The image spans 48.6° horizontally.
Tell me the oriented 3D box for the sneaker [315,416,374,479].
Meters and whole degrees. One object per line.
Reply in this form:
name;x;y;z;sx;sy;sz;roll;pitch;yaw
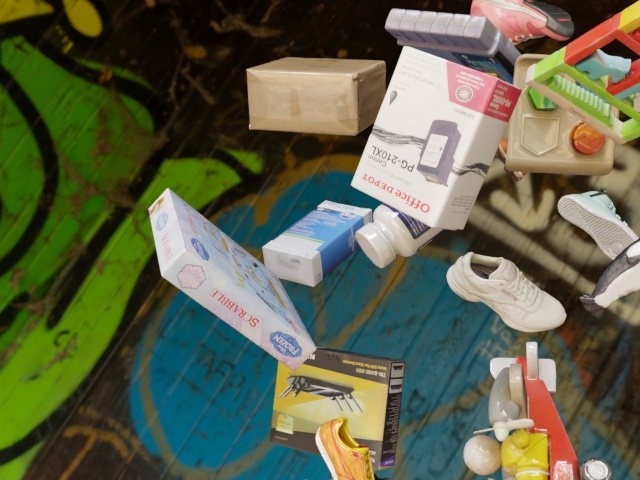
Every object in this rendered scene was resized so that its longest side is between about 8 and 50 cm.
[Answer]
sneaker;0.055;0.357;1.092;0.175;0.067;0.064;60;17;13

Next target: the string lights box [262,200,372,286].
string lights box;0.000;0.000;1.626;0.133;0.260;0.076;13;-57;32

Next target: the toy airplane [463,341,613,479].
toy airplane;0.441;0.422;1.567;0.384;0.273;0.386;-48;119;-84

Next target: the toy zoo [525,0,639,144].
toy zoo;0.432;-0.222;0.887;0.192;0.030;0.293;25;-24;-20

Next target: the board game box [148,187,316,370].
board game box;-0.176;0.067;1.346;0.318;0.066;0.318;41;5;-27

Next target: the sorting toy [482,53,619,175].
sorting toy;0.431;-0.245;1.383;0.307;0.229;0.041;3;13;0

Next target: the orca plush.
orca plush;0.625;0.041;1.336;0.151;0.287;0.102;37;24;-6

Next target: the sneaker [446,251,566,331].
sneaker;0.464;0.126;1.736;0.305;0.114;0.152;24;-30;5

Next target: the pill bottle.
pill bottle;0.163;-0.036;1.315;0.112;0.187;0.112;51;-12;15

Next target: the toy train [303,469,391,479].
toy train;0.036;0.729;1.996;0.334;0.142;0.190;-7;-17;-20

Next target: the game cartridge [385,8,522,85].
game cartridge;0.318;-0.382;1.502;0.230;0.068;0.355;25;4;37

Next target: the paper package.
paper package;-0.003;-0.408;1.977;0.325;0.168;0.309;6;22;20

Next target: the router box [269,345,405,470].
router box;0.035;0.381;1.667;0.309;0.242;0.081;3;-6;33

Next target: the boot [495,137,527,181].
boot;0.496;-0.239;1.841;0.158;0.085;0.059;50;-2;-14

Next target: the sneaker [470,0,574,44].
sneaker;0.497;-0.538;1.776;0.116;0.136;0.314;-9;36;-36

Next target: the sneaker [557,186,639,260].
sneaker;0.748;-0.044;1.806;0.256;0.151;0.094;47;-44;30

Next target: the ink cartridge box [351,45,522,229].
ink cartridge box;0.175;-0.155;1.099;0.172;0.237;0.100;30;17;33
